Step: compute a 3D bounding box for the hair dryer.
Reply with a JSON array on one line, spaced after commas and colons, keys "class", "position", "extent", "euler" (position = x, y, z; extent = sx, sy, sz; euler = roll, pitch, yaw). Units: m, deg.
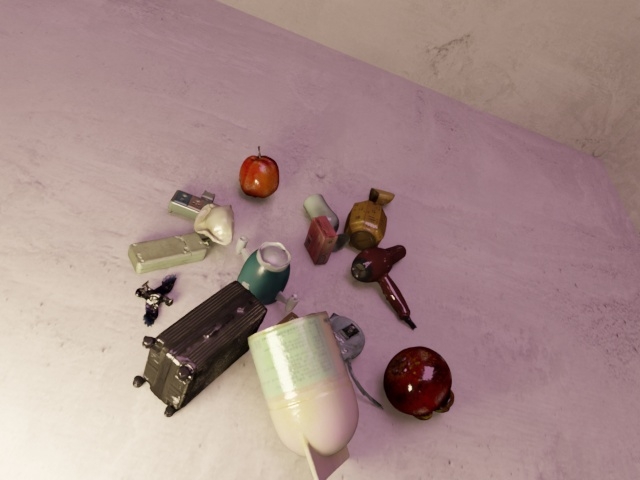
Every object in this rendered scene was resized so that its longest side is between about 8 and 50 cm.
[{"class": "hair dryer", "position": [0.281, 0.170, 2.035], "extent": [0.312, 0.123, 0.340], "euler": [-12, 66, -49]}]

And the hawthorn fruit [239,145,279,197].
[{"class": "hawthorn fruit", "position": [-0.230, -0.261, 2.086], "extent": [0.157, 0.194, 0.157], "euler": [4, 17, -1]}]

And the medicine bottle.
[{"class": "medicine bottle", "position": [-0.028, 0.416, 1.478], "extent": [0.235, 0.235, 0.406], "euler": [-12, 77, -36]}]

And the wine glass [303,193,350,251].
[{"class": "wine glass", "position": [0.017, -0.071, 2.103], "extent": [0.103, 0.103, 0.231], "euler": [-5, 48, -32]}]

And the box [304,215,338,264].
[{"class": "box", "position": [0.000, 0.000, 1.984], "extent": [0.060, 0.156, 0.111], "euler": [-8, 52, -26]}]

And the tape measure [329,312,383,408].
[{"class": "tape measure", "position": [0.123, 0.368, 1.741], "extent": [0.330, 0.084, 0.164], "euler": [46, 41, 16]}]

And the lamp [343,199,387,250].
[{"class": "lamp", "position": [0.175, -0.059, 2.140], "extent": [0.161, 0.161, 0.185], "euler": [25, 42, -5]}]

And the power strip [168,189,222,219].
[{"class": "power strip", "position": [-0.414, -0.118, 1.952], "extent": [0.215, 0.061, 0.145], "euler": [23, 35, -8]}]

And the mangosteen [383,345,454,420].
[{"class": "mangosteen", "position": [0.316, 0.450, 1.701], "extent": [0.257, 0.215, 0.215], "euler": [47, 34, -28]}]

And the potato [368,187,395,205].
[{"class": "potato", "position": [0.265, -0.179, 2.364], "extent": [0.103, 0.066, 0.096], "euler": [12, 20, -12]}]

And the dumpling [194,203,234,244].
[{"class": "dumpling", "position": [-0.353, -0.055, 1.831], "extent": [0.134, 0.100, 0.169], "euler": [-3, 72, -10]}]

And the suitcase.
[{"class": "suitcase", "position": [-0.315, 0.278, 1.482], "extent": [0.152, 0.230, 0.335], "euler": [39, 43, 12]}]

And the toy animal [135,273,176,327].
[{"class": "toy animal", "position": [-0.490, 0.166, 1.635], "extent": [0.108, 0.062, 0.220], "euler": [35, 38, -22]}]

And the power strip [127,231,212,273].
[{"class": "power strip", "position": [-0.465, 0.032, 1.773], "extent": [0.288, 0.053, 0.093], "euler": [-12, 54, -37]}]

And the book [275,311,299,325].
[{"class": "book", "position": [-0.099, 0.319, 1.720], "extent": [0.138, 0.016, 0.198], "euler": [41, 43, 12]}]

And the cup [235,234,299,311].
[{"class": "cup", "position": [-0.173, 0.096, 1.781], "extent": [0.167, 0.173, 0.300], "euler": [-26, 66, -41]}]
